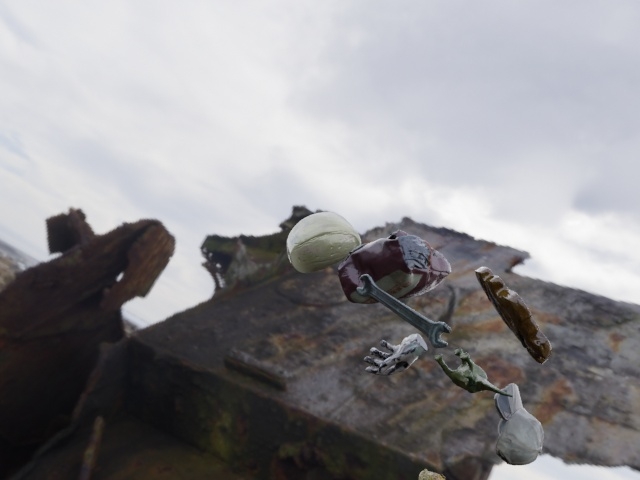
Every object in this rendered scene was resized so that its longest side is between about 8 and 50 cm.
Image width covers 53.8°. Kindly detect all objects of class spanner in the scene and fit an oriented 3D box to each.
[{"bbox_3d":[0.211,0.182,1.640,0.302,0.071,0.018,32,18,32],"label":"spanner"}]

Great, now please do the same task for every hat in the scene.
[{"bbox_3d":[0.679,0.633,2.168,0.161,0.275,0.231,-2,-44,13],"label":"hat"}]

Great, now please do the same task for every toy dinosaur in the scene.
[{"bbox_3d":[0.497,0.474,2.029,0.300,0.087,0.447,55,-11,-27],"label":"toy dinosaur"}]

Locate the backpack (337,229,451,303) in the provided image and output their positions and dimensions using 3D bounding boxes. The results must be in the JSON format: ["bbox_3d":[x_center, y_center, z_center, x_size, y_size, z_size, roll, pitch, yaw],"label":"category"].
[{"bbox_3d":[0.247,0.080,1.924,0.317,0.197,0.283,4,-23,-46],"label":"backpack"}]

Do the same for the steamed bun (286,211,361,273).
[{"bbox_3d":[0.000,0.000,2.156,0.154,0.250,0.200,63,2,-19],"label":"steamed bun"}]

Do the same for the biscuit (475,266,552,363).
[{"bbox_3d":[0.453,0.169,1.521,0.278,0.043,0.301,53,5,-37],"label":"biscuit"}]

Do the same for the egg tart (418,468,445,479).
[{"bbox_3d":[0.342,0.730,1.858,0.130,0.052,0.130,39,25,-22],"label":"egg tart"}]

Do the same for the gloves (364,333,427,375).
[{"bbox_3d":[0.254,0.399,2.144,0.111,0.212,0.127,44,17,-29],"label":"gloves"}]
